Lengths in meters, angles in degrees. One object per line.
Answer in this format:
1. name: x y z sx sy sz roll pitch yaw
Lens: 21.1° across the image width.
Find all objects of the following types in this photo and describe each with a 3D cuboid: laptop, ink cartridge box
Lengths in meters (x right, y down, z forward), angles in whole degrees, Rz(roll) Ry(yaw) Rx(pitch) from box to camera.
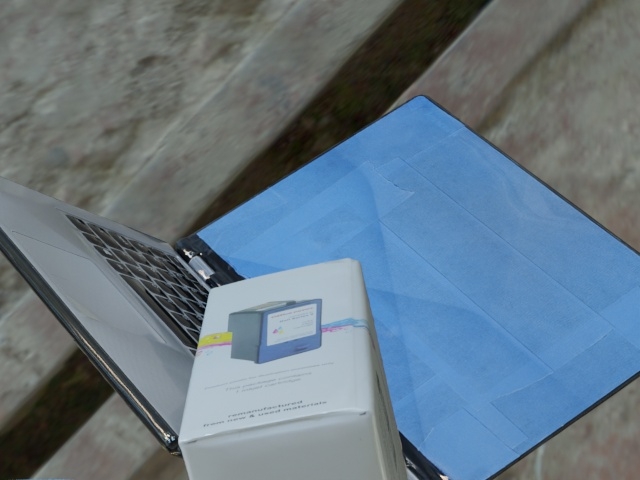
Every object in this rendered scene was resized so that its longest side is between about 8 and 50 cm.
1. laptop: 0.000 0.000 1.258 0.382 0.408 0.236 42 102 43
2. ink cartridge box: -0.004 0.118 0.863 0.093 0.212 0.154 -11 108 5

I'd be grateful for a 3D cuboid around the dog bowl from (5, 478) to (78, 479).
1. dog bowl: -0.243 0.186 0.938 0.297 0.166 0.074 -4 91 -21
